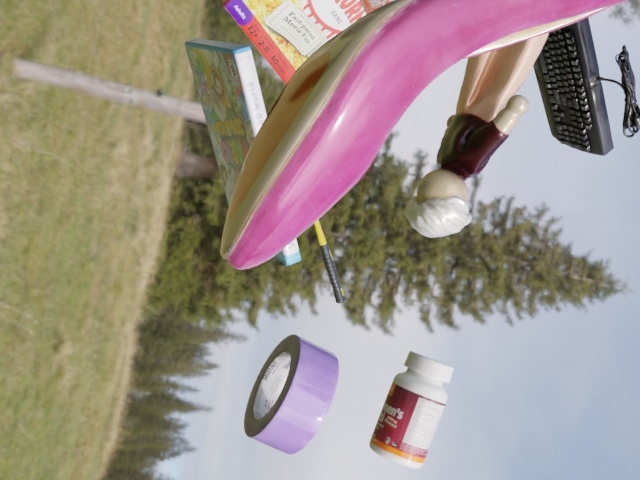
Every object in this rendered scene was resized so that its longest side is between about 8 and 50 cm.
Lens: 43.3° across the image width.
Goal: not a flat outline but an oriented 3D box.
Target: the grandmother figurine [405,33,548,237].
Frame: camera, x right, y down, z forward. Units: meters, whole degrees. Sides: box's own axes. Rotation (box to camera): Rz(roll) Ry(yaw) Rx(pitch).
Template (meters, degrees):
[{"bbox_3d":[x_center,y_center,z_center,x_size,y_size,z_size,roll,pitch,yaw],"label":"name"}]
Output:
[{"bbox_3d":[0.213,-0.162,1.121,0.208,0.104,0.343,150,-35,-85],"label":"grandmother figurine"}]

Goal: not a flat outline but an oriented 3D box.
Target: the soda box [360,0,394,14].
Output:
[{"bbox_3d":[0.037,-0.236,0.590,0.058,0.062,0.183,-22,90,-79],"label":"soda box"}]

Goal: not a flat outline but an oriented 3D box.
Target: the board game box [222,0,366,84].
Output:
[{"bbox_3d":[0.010,-0.272,0.908,0.193,0.147,0.045,-34,-149,13],"label":"board game box"}]

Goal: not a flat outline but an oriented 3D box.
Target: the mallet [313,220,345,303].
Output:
[{"bbox_3d":[0.000,0.000,1.135,0.062,0.039,0.190,-29,103,-78],"label":"mallet"}]

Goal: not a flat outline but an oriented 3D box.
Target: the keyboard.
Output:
[{"bbox_3d":[0.440,-0.267,1.343,0.201,0.317,0.033,20,-121,45],"label":"keyboard"}]

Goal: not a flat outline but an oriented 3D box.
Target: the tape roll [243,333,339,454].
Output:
[{"bbox_3d":[-0.051,0.262,1.379,0.189,0.080,0.189,-54,-161,28],"label":"tape roll"}]

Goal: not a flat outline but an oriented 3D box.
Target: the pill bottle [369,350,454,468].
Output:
[{"bbox_3d":[0.194,0.352,1.691,0.121,0.121,0.221,175,-64,-81],"label":"pill bottle"}]

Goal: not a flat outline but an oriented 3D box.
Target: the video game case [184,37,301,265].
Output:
[{"bbox_3d":[-0.062,-0.072,0.634,0.119,0.015,0.166,30,-43,59],"label":"video game case"}]

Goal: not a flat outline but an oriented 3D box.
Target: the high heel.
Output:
[{"bbox_3d":[0.059,-0.069,0.366,0.244,0.117,0.082,-57,-161,-9],"label":"high heel"}]
